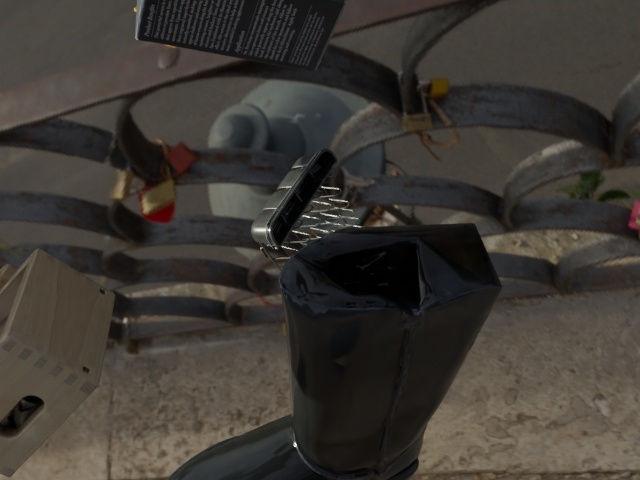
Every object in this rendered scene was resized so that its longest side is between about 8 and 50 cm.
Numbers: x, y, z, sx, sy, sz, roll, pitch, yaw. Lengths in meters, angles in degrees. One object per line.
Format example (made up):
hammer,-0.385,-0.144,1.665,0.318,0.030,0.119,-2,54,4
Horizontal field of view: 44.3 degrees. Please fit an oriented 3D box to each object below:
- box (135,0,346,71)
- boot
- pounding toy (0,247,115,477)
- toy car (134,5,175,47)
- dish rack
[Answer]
box,-0.174,-0.559,1.650,0.212,0.395,0.293,121,150,-52
boot,-0.019,0.182,0.862,0.367,0.445,0.146,-18,58,-19
pounding toy,-0.268,0.101,0.706,0.181,0.094,0.206,-45,26,18
toy car,-0.377,-0.483,1.792,0.122,0.040,0.060,27,120,-1
dish rack,0.000,0.000,1.377,0.074,0.271,0.208,4,50,41
